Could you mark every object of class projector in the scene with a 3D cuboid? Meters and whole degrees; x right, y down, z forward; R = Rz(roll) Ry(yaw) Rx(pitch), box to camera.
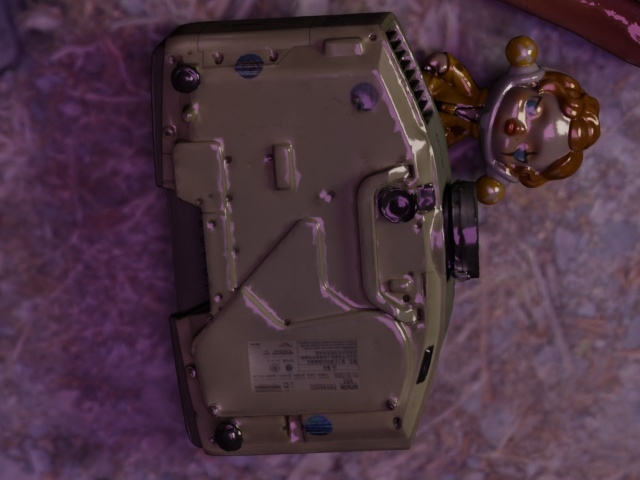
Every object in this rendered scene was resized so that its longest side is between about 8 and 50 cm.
[{"bbox_3d":[0.000,0.000,1.210,0.194,0.088,0.269,-3,106,6],"label":"projector"}]

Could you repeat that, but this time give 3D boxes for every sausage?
[{"bbox_3d":[0.141,-0.155,1.242,0.186,0.043,0.043,21,99,-15],"label":"sausage"}]

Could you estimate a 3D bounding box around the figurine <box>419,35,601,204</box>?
[{"bbox_3d":[0.104,-0.075,1.247,0.143,0.068,0.101,-11,102,5],"label":"figurine"}]
